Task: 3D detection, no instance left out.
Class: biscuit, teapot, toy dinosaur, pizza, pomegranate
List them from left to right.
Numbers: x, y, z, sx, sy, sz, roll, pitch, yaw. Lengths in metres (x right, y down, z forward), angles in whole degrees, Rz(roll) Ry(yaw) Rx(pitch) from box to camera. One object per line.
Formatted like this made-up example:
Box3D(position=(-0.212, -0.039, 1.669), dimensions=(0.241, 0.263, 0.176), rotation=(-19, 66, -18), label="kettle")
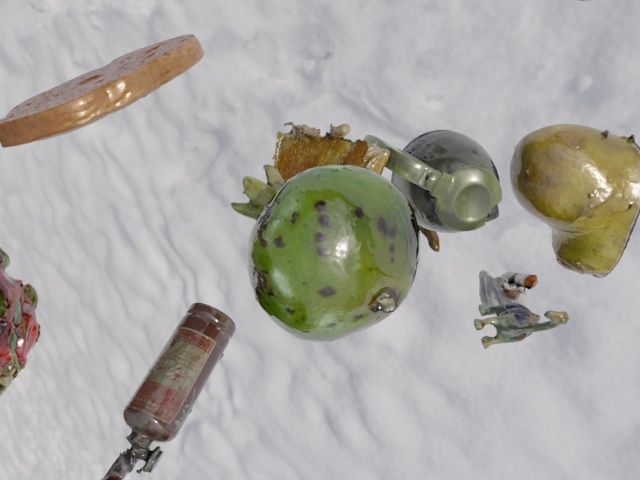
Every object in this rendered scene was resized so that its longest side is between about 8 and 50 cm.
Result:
Box3D(position=(-0.439, -0.314, 0.976), dimensions=(0.349, 0.455, 0.078), rotation=(11, 134, 46), label="biscuit")
Box3D(position=(-0.009, -0.124, 0.840), dimensions=(0.297, 0.071, 0.189), rotation=(33, 98, 46), label="pizza")
Box3D(position=(0.000, 0.000, 0.563), dimensions=(0.263, 0.211, 0.211), rotation=(44, 133, 34), label="pomegranate")
Box3D(position=(0.278, -0.152, 1.075), dimensions=(0.239, 0.239, 0.322), rotation=(-36, 109, 7), label="teapot")
Box3D(position=(0.155, 0.072, 0.402), dimensions=(0.058, 0.180, 0.037), rotation=(-2, 85, 10), label="toy dinosaur")

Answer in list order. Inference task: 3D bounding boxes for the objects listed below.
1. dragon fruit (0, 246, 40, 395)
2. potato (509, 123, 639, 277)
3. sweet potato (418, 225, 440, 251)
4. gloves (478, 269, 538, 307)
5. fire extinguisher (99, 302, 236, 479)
Box3D(position=(-0.478, 0.090, 0.514), dimensions=(0.231, 0.302, 0.237), rotation=(154, 122, -62), label="dragon fruit")
Box3D(position=(0.638, -0.115, 1.273), dimensions=(0.295, 0.290, 0.397), rotation=(6, 125, 1), label="potato")
Box3D(position=(0.336, -0.037, 1.498), dimensions=(0.054, 0.053, 0.182), rotation=(108, 144, -53), label="sweet potato")
Box3D(position=(0.489, 0.142, 1.255), dimensions=(0.140, 0.218, 0.132), rotation=(2, 98, 14), label="gloves")
Box3D(position=(-0.199, 0.189, 0.589), dimensions=(0.075, 0.252, 0.106), rotation=(14, 142, 18), label="fire extinguisher")
